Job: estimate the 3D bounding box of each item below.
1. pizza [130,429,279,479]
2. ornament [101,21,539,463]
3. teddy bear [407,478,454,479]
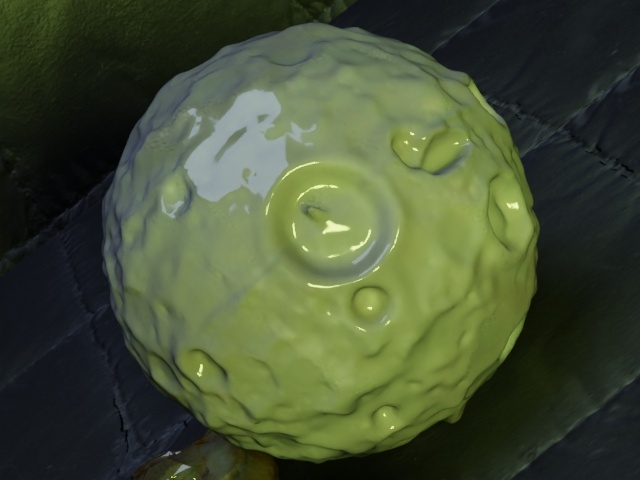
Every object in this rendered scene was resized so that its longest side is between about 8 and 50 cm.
[{"bbox_3d":[-0.162,0.244,1.377,0.297,0.071,0.189,-33,20,15],"label":"pizza"},{"bbox_3d":[0.000,0.000,1.246,0.337,0.337,0.337,-33,19,13],"label":"ornament"},{"bbox_3d":[0.067,0.213,0.974,0.177,0.140,0.190,20,36,20],"label":"teddy bear"}]
